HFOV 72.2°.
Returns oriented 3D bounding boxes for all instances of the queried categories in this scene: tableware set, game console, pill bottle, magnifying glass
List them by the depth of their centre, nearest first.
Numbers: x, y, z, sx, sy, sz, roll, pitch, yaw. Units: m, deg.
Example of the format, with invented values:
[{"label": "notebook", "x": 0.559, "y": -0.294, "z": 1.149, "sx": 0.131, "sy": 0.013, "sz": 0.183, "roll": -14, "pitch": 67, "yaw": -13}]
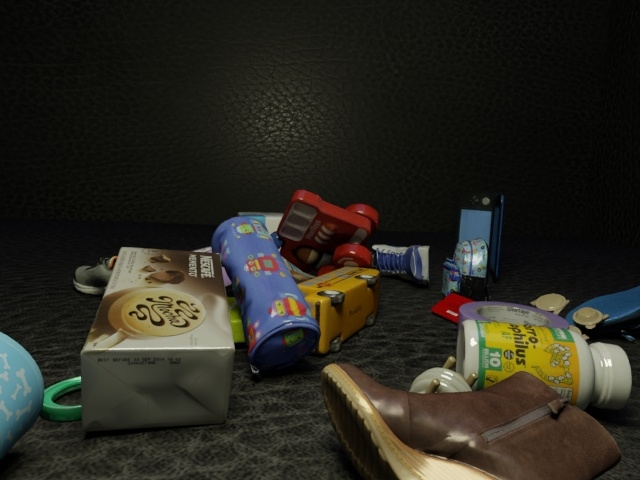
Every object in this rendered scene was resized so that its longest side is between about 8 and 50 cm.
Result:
[{"label": "pill bottle", "x": 0.307, "y": 0.181, "z": 0.625, "sx": 0.208, "sy": 0.118, "sz": 0.117, "roll": 5, "pitch": 8, "yaw": 12}, {"label": "magnifying glass", "x": -0.265, "y": 0.203, "z": 0.625, "sx": 0.230, "sy": 0.026, "sz": 0.092, "roll": -2, "pitch": 9, "yaw": -37}, {"label": "tableware set", "x": 0.510, "y": 0.170, "z": 0.945, "sx": 0.141, "sy": 0.020, "sz": 0.168, "roll": -30, "pitch": 20, "yaw": -16}, {"label": "game console", "x": 0.359, "y": 0.180, "z": 1.040, "sx": 0.124, "sy": 0.085, "sz": 0.144, "roll": -33, "pitch": 18, "yaw": -15}, {"label": "game console", "x": 0.559, "y": -0.023, "z": 1.567, "sx": 0.173, "sy": 0.293, "sz": 0.250, "roll": -4, "pitch": 10, "yaw": -42}]

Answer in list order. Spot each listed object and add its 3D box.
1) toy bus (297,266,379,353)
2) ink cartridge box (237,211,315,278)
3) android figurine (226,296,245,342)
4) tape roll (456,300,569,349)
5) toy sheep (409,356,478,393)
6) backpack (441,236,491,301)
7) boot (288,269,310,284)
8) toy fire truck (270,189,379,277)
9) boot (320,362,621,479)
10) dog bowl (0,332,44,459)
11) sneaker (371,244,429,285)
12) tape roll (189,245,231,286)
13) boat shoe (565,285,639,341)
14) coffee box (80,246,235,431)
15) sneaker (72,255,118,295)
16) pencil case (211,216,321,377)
[{"label": "toy bus", "x": 0.034, "y": 0.133, "z": 0.928, "sx": 0.130, "sy": 0.108, "sz": 0.332, "roll": 6, "pitch": 8, "yaw": 27}, {"label": "ink cartridge box", "x": -0.125, "y": 0.013, "z": 1.435, "sx": 0.270, "sy": 0.197, "sz": 0.198, "roll": 0, "pitch": 8, "yaw": -17}, {"label": "android figurine", "x": -0.213, "y": 0.156, "z": 0.870, "sx": 0.272, "sy": 0.056, "sz": 0.248, "roll": 3, "pitch": 7, "yaw": 4}, {"label": "tape roll", "x": 0.354, "y": 0.176, "z": 0.820, "sx": 0.188, "sy": 0.080, "sz": 0.189, "roll": 3, "pitch": 9, "yaw": 0}, {"label": "toy sheep", "x": 0.149, "y": 0.201, "z": 0.543, "sx": 0.091, "sy": 0.091, "sz": 0.132, "roll": 8, "pitch": 16, "yaw": 37}, {"label": "backpack", "x": 0.407, "y": 0.077, "z": 1.225, "sx": 0.116, "sy": 0.173, "sz": 0.158, "roll": 4, "pitch": 9, "yaw": 7}, {"label": "boot", "x": -0.140, "y": 0.109, "z": 1.204, "sx": 0.197, "sy": 0.073, "sz": 0.152, "roll": 12, "pitch": 1, "yaw": -41}, {"label": "toy fire truck", "x": 0.000, "y": 0.000, "z": 1.174, "sx": 0.253, "sy": 0.169, "sz": 0.302, "roll": 22, "pitch": -35, "yaw": -10}, {"label": "boot", "x": 0.141, "y": 0.187, "z": 0.454, "sx": 0.206, "sy": 0.090, "sz": 0.248, "roll": -19, "pitch": 39, "yaw": -31}, {"label": "dog bowl", "x": -0.427, "y": 0.164, "z": 0.393, "sx": 0.297, "sy": 0.166, "sz": 0.074, "roll": 1, "pitch": 20, "yaw": -15}, {"label": "sneaker", "x": 0.252, "y": 0.078, "z": 1.430, "sx": 0.182, "sy": 0.128, "sz": 0.315, "roll": -1, "pitch": 1, "yaw": 5}, {"label": "tape roll", "x": -0.299, "y": 0.070, "z": 1.096, "sx": 0.274, "sy": 0.090, "sz": 0.275, "roll": -13, "pitch": 6, "yaw": 1}, {"label": "boat shoe", "x": 0.670, "y": 0.165, "z": 0.941, "sx": 0.258, "sy": 0.089, "sz": 0.109, "roll": -19, "pitch": 18, "yaw": 12}, {"label": "coffee box", "x": -0.226, "y": 0.121, "z": 0.643, "sx": 0.168, "sy": 0.119, "sz": 0.297, "roll": 4, "pitch": 20, "yaw": -17}, {"label": "sneaker", "x": -0.532, "y": 0.086, "z": 1.104, "sx": 0.271, "sy": 0.108, "sz": 0.100, "roll": 7, "pitch": 10, "yaw": 36}, {"label": "pencil case", "x": -0.104, "y": 0.089, "z": 0.773, "sx": 0.119, "sy": 0.133, "sz": 0.306, "roll": -7, "pitch": 41, "yaw": -23}]
